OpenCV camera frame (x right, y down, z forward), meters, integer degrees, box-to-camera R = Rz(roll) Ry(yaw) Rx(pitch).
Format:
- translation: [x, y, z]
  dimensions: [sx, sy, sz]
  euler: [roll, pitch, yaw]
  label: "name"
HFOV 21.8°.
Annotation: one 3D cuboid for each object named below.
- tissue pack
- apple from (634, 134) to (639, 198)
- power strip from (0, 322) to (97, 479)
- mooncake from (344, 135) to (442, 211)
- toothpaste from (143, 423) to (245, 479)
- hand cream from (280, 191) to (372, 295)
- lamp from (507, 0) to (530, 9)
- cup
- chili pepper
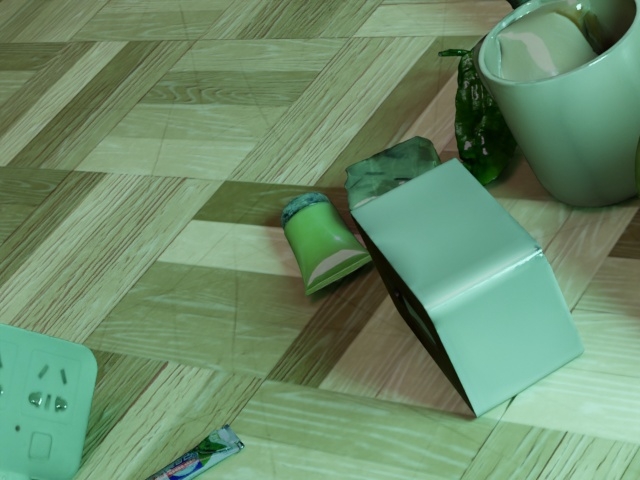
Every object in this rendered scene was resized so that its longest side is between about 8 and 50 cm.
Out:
- translation: [0.154, 0.043, 1.776]
  dimensions: [0.136, 0.159, 0.246]
  euler: [-29, 31, -5]
  label: "tissue pack"
- translation: [0.447, -0.057, 1.576]
  dimensions: [0.254, 0.292, 0.292]
  euler: [-15, 26, -24]
  label: "apple"
- translation: [-0.392, 0.226, 1.893]
  dimensions: [0.141, 0.229, 0.261]
  euler: [-1, 75, 43]
  label: "power strip"
- translation: [0.097, -0.064, 2.048]
  dimensions: [0.125, 0.073, 0.130]
  euler: [-19, 35, 10]
  label: "mooncake"
- translation: [-0.163, 0.261, 1.835]
  dimensions: [0.170, 0.028, 0.045]
  euler: [-32, 38, -12]
  label: "toothpaste"
- translation: [0.000, 0.000, 2.063]
  dimensions: [0.095, 0.046, 0.175]
  euler: [-28, 38, -1]
  label: "hand cream"
- translation: [0.340, -0.395, 2.168]
  dimensions: [0.233, 0.233, 0.265]
  euler: [-41, 10, -19]
  label: "lamp"
- translation: [0.284, -0.166, 1.926]
  dimensions: [0.191, 0.200, 0.253]
  euler: [-44, 36, -23]
  label: "cup"
- translation: [0.207, -0.168, 2.109]
  dimensions: [0.100, 0.074, 0.257]
  euler: [-17, 34, 17]
  label: "chili pepper"
